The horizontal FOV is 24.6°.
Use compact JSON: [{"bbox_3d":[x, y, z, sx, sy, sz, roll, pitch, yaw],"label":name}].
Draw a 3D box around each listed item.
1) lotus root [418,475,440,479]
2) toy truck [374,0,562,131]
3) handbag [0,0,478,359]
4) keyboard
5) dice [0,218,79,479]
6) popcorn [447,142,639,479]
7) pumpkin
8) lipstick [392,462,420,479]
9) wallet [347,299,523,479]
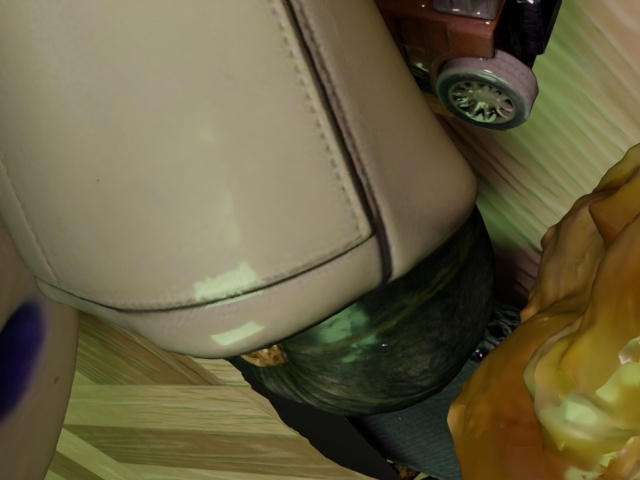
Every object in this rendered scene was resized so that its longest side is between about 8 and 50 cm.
[{"bbox_3d":[0.134,0.211,1.034,0.179,0.089,0.080,18,115,15],"label":"lotus root"},{"bbox_3d":[0.027,-0.117,0.437,0.092,0.083,0.192,13,153,19],"label":"toy truck"},{"bbox_3d":[-0.079,-0.128,0.411,0.241,0.109,0.315,8,123,63],"label":"handbag"},{"bbox_3d":[-0.012,0.087,0.849,0.074,0.015,0.196,10,151,41],"label":"keyboard"},{"bbox_3d":[-0.331,0.088,0.896,0.277,0.304,0.304,18,155,10],"label":"dice"},{"bbox_3d":[0.189,0.044,0.440,0.247,0.282,0.282,30,155,-12],"label":"popcorn"},{"bbox_3d":[-0.002,0.002,0.656,0.167,0.125,0.167,25,161,9],"label":"pumpkin"},{"bbox_3d":[0.067,0.155,1.043,0.027,0.027,0.176,21,157,2],"label":"lipstick"},{"bbox_3d":[0.128,0.097,0.791,0.342,0.075,0.237,20,160,29],"label":"wallet"}]
